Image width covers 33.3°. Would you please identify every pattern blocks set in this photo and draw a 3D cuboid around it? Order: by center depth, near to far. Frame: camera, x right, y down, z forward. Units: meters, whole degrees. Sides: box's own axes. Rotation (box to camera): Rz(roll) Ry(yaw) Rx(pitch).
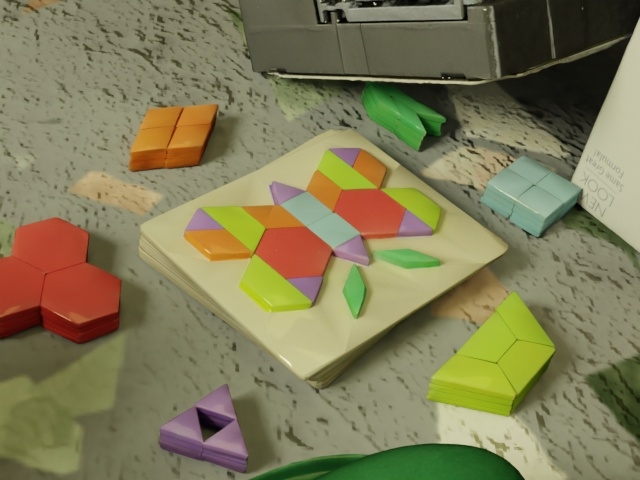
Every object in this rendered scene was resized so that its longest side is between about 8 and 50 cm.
[{"bbox_3d":[0.000,0.000,0.605,0.285,0.026,0.325,28,44,16],"label":"pattern blocks set"}]

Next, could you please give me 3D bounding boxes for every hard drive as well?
[{"bbox_3d":[0.146,-0.176,0.728,0.339,0.064,0.237,-23,21,-34],"label":"hard drive"}]

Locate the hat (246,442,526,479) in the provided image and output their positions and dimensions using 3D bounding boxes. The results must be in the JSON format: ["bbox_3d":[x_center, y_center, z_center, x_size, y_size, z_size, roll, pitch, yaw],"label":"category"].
[{"bbox_3d":[0.045,0.097,0.391,0.208,0.183,0.173,-9,46,-22],"label":"hat"}]

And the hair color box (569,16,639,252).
[{"bbox_3d":[0.276,-0.111,0.558,0.110,0.339,0.185,-24,53,-31],"label":"hair color box"}]
